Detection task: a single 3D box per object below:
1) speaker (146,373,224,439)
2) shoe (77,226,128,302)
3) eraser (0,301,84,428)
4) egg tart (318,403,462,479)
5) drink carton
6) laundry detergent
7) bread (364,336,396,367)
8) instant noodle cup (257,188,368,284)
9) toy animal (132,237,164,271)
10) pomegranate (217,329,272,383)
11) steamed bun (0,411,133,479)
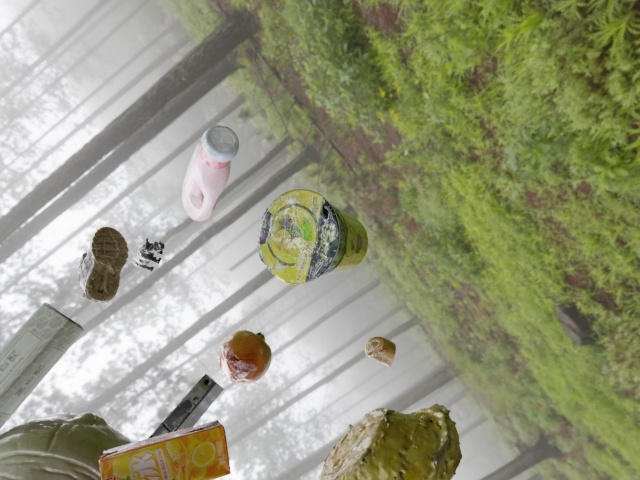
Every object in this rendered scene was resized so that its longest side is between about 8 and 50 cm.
[{"bbox_3d":[-0.346,0.447,1.176,0.044,0.218,0.082,33,161,22],"label":"speaker"},{"bbox_3d":[-0.524,0.059,1.097,0.089,0.092,0.180,17,-107,-44],"label":"shoe"},{"bbox_3d":[-0.755,0.344,1.097,0.096,0.404,0.098,27,155,13],"label":"eraser"},{"bbox_3d":[0.097,0.411,0.823,0.132,0.341,0.341,48,-172,4],"label":"egg tart"},{"bbox_3d":[-0.291,0.420,0.870,0.071,0.222,0.096,152,109,-67],"label":"drink carton"},{"bbox_3d":[-0.275,-0.165,1.128,0.335,0.087,0.159,-37,62,61],"label":"laundry detergent"},{"bbox_3d":[0.150,0.253,1.056,0.103,0.062,0.049,32,-140,-36],"label":"bread"},{"bbox_3d":[0.000,0.000,1.097,0.216,0.215,0.236,57,-159,21],"label":"instant noodle cup"},{"bbox_3d":[-0.455,0.036,1.225,0.065,0.135,0.047,22,-128,-31],"label":"toy animal"},{"bbox_3d":[-0.290,0.438,1.745,0.209,0.209,0.209,52,-172,-11],"label":"pomegranate"},{"bbox_3d":[-0.521,0.506,0.965,0.383,0.236,0.247,33,169,-13],"label":"steamed bun"}]
